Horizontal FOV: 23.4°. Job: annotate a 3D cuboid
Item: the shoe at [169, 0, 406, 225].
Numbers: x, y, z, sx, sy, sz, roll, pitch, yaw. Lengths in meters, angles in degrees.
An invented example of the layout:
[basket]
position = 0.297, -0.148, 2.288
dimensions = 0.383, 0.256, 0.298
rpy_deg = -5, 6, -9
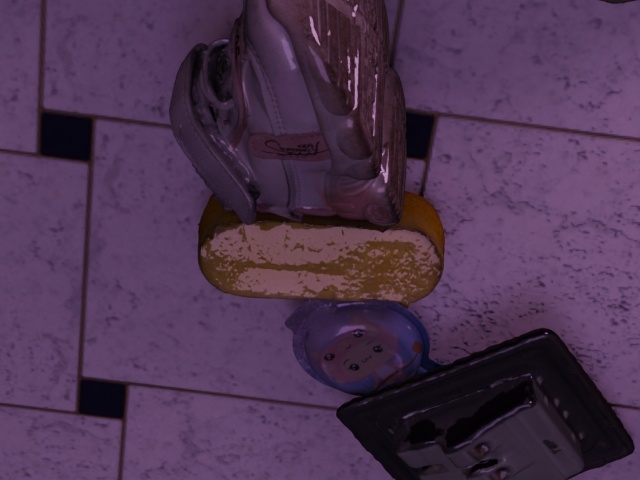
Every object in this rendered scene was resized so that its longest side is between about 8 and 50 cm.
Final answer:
[shoe]
position = -0.036, -0.114, 1.348
dimensions = 0.198, 0.171, 0.351
rpy_deg = -3, 152, 11

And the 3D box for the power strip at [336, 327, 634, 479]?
[power strip]
position = 0.183, 0.218, 1.641
dimensions = 0.251, 0.092, 0.257
rpy_deg = -28, 133, 14

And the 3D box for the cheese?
[cheese]
position = 0.068, 0.127, 1.624
dimensions = 0.245, 0.052, 0.135
rpy_deg = 35, 120, -28

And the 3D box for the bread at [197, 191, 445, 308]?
[bread]
position = 0.000, 0.000, 1.519
dimensions = 0.246, 0.094, 0.102
rpy_deg = 2, 123, 1

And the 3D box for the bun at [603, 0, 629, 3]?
[bun]
position = 0.267, -0.347, 1.203
dimensions = 0.365, 0.219, 0.365
rpy_deg = 1, 126, 1
